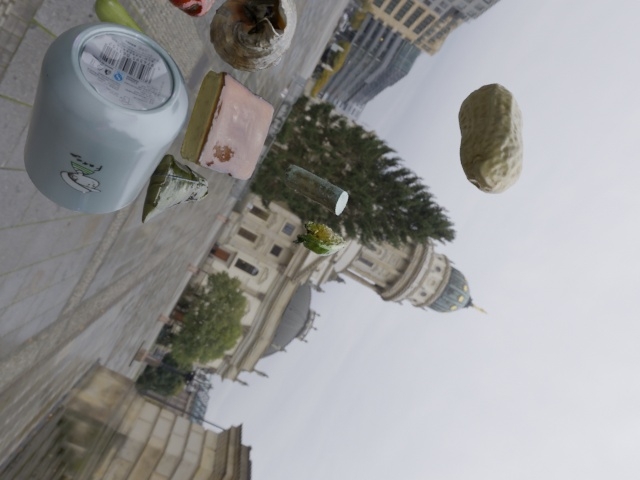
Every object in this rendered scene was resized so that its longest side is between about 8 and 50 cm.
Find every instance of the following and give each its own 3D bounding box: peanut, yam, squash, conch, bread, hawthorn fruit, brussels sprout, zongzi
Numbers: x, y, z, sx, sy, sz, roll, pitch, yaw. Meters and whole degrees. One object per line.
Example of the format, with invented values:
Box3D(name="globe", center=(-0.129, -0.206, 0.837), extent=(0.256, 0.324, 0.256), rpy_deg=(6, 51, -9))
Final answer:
Box3D(name="peanut", center=(0.402, -0.239, 1.021), extent=(0.152, 0.152, 0.312), rpy_deg=(-48, -156, 49))
Box3D(name="yam", center=(-0.022, -0.193, 1.609), extent=(0.093, 0.259, 0.093), rpy_deg=(-49, 157, -28))
Box3D(name="squash", center=(-0.574, -0.630, 1.312), extent=(0.083, 0.250, 0.083), rpy_deg=(-46, -173, 8))
Box3D(name="conch", center=(-0.158, -0.626, 1.227), extent=(0.210, 0.353, 0.296), rpy_deg=(-12, 120, -45))
Box3D(name="bread", center=(-0.336, -0.412, 1.613), extent=(0.324, 0.143, 0.332), rpy_deg=(7, 103, -64))
Box3D(name="hawthorn fruit", center=(-0.430, -0.905, 1.492), extent=(0.243, 0.207, 0.207), rpy_deg=(-44, -166, 9))
Box3D(name="brussels sprout", center=(0.000, 0.003, 1.564), extent=(0.100, 0.181, 0.139), rpy_deg=(-57, -155, 19))
Box3D(name="zongzi", center=(-0.552, -0.158, 1.665), extent=(0.125, 0.251, 0.273), rpy_deg=(-2, -108, 32))

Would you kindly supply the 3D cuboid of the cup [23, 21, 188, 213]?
Box3D(name="cup", center=(-0.351, -0.188, 0.706), extent=(0.312, 0.206, 0.205), rpy_deg=(-27, -146, 50))
